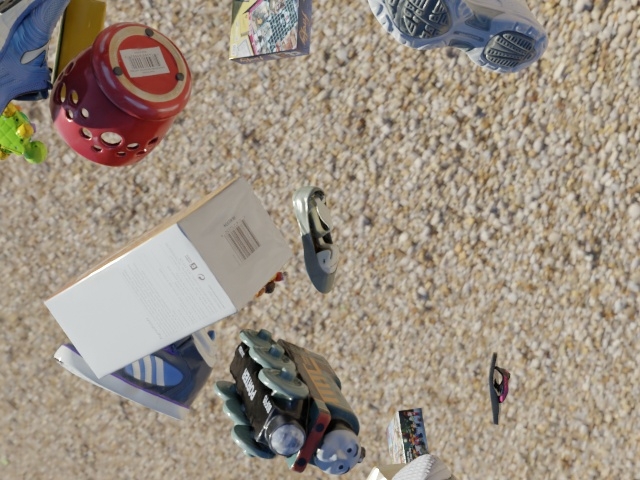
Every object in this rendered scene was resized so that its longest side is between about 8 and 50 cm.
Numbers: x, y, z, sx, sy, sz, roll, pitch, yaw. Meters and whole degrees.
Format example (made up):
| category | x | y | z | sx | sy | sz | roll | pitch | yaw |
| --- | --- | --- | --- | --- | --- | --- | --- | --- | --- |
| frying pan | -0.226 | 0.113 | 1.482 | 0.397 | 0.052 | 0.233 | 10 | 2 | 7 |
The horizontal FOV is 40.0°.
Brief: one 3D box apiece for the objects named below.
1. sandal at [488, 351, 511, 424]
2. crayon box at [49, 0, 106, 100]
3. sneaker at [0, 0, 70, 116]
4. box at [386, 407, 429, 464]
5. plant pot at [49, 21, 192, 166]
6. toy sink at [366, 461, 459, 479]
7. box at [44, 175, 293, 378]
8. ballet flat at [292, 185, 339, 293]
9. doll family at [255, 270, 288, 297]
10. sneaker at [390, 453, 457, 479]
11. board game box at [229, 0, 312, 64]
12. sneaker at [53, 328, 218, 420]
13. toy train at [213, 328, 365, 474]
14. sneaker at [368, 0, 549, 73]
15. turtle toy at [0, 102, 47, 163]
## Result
| category | x | y | z | sx | sy | sz | roll | pitch | yaw |
| --- | --- | --- | --- | --- | --- | --- | --- | --- | --- |
| sandal | 0.369 | 0.300 | 1.794 | 0.040 | 0.067 | 0.179 | 2 | 121 | 22 |
| crayon box | -0.494 | -0.405 | 1.808 | 0.083 | 0.323 | 0.203 | 9 | 107 | -16 |
| sneaker | -0.483 | -0.298 | 1.382 | 0.129 | 0.330 | 0.147 | 4 | 141 | 31 |
| box | 0.159 | 0.398 | 1.572 | 0.044 | 0.159 | 0.233 | -6 | 160 | -3 |
| plant pot | -0.310 | -0.234 | 1.397 | 0.191 | 0.191 | 0.174 | 50 | 138 | -10 |
| toy sink | 0.122 | 0.469 | 1.334 | 0.131 | 0.152 | 0.234 | 42 | 113 | 42 |
| box | -0.255 | 0.064 | 1.484 | 0.345 | 0.215 | 0.168 | -27 | 101 | 32 |
| ballet flat | 0.000 | 0.000 | 1.671 | 0.068 | 0.072 | 0.213 | -7 | 101 | 43 |
| doll family | -0.209 | 0.062 | 2.228 | 0.263 | 0.163 | 0.118 | 12 | 171 | -4 |
| sneaker | 0.104 | 0.309 | 0.711 | 0.153 | 0.268 | 0.101 | 39 | 125 | -8 |
| board game box | -0.091 | -0.462 | 1.648 | 0.165 | 0.042 | 0.243 | 1 | 86 | 35 |
| sneaker | -0.362 | 0.212 | 1.823 | 0.323 | 0.236 | 0.130 | 32 | 163 | -29 |
| toy train | -0.044 | 0.244 | 1.344 | 0.190 | 0.334 | 0.142 | 23 | 96 | -19 |
| sneaker | 0.142 | -0.269 | 0.980 | 0.232 | 0.115 | 0.090 | 18 | 137 | -27 |
| turtle toy | -0.557 | -0.193 | 1.612 | 0.095 | 0.066 | 0.130 | -35 | 99 | 23 |
